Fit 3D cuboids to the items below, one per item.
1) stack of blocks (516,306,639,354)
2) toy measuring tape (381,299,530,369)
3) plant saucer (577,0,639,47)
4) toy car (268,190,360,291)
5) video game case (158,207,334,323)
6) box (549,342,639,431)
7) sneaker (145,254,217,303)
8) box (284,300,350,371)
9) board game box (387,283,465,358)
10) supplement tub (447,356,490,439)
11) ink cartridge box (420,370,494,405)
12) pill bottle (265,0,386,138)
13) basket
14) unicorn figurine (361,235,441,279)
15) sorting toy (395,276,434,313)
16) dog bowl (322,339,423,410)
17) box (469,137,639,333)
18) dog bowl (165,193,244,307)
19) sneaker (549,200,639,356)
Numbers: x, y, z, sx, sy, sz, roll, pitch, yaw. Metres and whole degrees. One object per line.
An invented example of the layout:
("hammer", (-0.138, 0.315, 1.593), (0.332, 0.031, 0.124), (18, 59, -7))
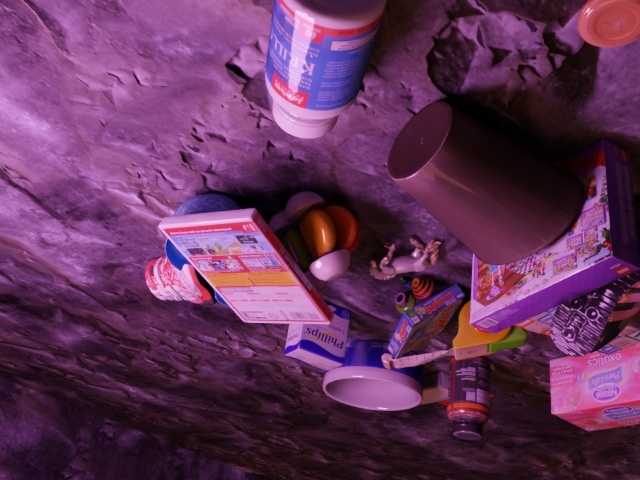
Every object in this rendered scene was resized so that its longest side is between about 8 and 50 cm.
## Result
("stack of blocks", (0.493, 0.119, 1.276), (0.297, 0.087, 0.171), (18, 148, -15))
("toy measuring tape", (0.286, 0.188, 1.393), (0.330, 0.121, 0.121), (-12, 147, 5))
("plant saucer", (0.342, -0.255, 0.765), (0.083, 0.013, 0.083), (8, 149, 5))
("toy car", (0.000, 0.000, 1.189), (0.136, 0.159, 0.182), (-16, 165, -35))
("video game case", (-0.124, 0.055, 1.149), (0.204, 0.025, 0.285), (-3, 138, 33))
("box", (0.699, 0.334, 1.525), (0.154, 0.142, 0.300), (28, 145, -28))
("sneaker", (-0.309, 0.059, 1.398), (0.145, 0.090, 0.270), (3, 152, 6))
("box", (-0.005, 0.213, 1.524), (0.126, 0.137, 0.072), (24, 146, -24))
("board game box", (0.225, 0.178, 1.430), (0.136, 0.035, 0.201), (-26, 156, -18))
("supplement tub", (0.372, 0.394, 1.663), (0.106, 0.198, 0.106), (8, 150, 5))
("ink cartridge box", (0.355, 0.451, 1.908), (0.232, 0.066, 0.189), (33, 142, -27))
("pill bottle", (-0.003, -0.226, 0.800), (0.124, 0.124, 0.221), (11, 149, -3))
("basket", (0.222, -0.087, 0.955), (0.227, 0.154, 0.204), (31, 143, -26))
("unicorn figurine", (0.149, 0.040, 1.268), (0.161, 0.060, 0.111), (2, 148, 13))
("sorting toy", (0.184, 0.104, 1.365), (0.102, 0.061, 0.042), (-40, 127, 24))
("dog bowl", (0.143, 0.364, 1.769), (0.264, 0.104, 0.265), (7, 150, 4))
("box", (0.345, 0.003, 1.014), (0.057, 0.201, 0.293), (22, 148, -19))
("dog bowl", (-0.171, 0.021, 1.263), (0.166, 0.074, 0.297), (-30, 136, 13))
("sneaker", (0.508, 0.054, 1.098), (0.131, 0.112, 0.319), (-2, 131, -45))
